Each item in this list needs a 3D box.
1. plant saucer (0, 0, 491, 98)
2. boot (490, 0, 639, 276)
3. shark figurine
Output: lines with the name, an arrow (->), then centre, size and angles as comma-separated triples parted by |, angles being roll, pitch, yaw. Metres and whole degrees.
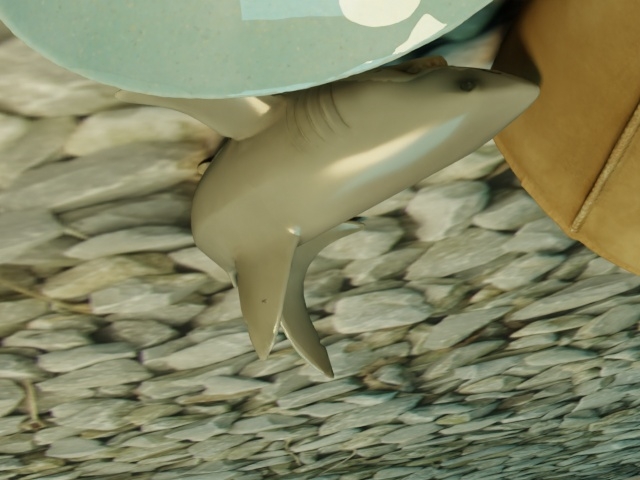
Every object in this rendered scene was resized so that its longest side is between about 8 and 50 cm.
plant saucer -> -0.015, -0.112, 0.348 | 0.195, 0.037, 0.195 | -12, 158, -5
boot -> 0.171, -0.052, 0.367 | 0.089, 0.236, 0.269 | -25, 159, -18
shark figurine -> -0.023, 0.008, 0.530 | 0.166, 0.116, 0.278 | 1, 160, -16
